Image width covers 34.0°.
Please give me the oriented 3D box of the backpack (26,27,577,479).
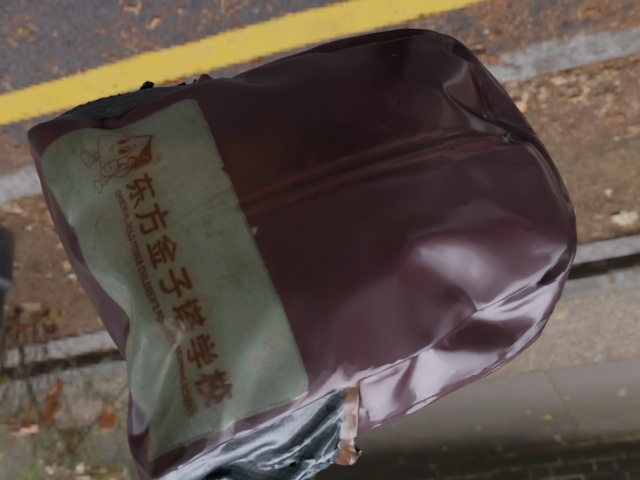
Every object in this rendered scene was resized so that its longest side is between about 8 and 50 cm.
[{"bbox_3d":[0.000,0.000,0.678,0.317,0.283,0.197,-21,163,-10],"label":"backpack"}]
